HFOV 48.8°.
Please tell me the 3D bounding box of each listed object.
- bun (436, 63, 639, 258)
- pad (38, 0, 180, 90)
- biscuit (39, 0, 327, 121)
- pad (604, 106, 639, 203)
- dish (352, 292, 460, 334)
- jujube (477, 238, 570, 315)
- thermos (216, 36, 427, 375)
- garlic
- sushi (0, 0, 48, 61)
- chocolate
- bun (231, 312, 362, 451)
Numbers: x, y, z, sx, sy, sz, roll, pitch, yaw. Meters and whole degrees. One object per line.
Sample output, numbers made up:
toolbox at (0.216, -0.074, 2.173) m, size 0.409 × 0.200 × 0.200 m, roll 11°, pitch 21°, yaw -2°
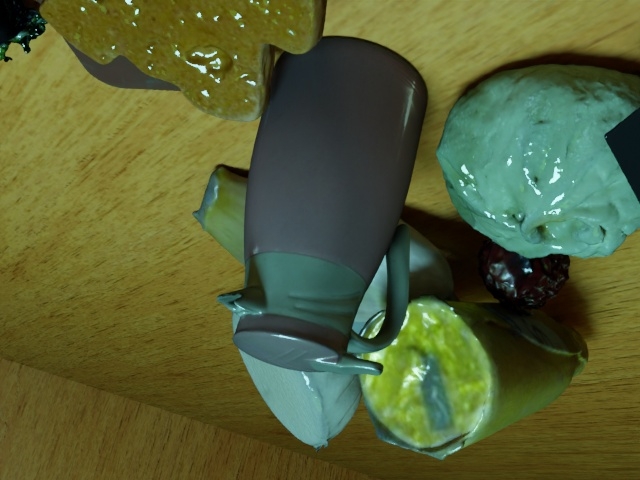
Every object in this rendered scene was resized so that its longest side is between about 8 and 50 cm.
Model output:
bun at (0.203, -0.050, 0.610) m, size 0.204 × 0.126 × 0.212 m, roll 3°, pitch 154°, yaw 23°
pad at (-0.166, -0.210, 0.588) m, size 0.181 × 0.004 × 0.267 m, roll 6°, pitch 155°, yaw 15°
biscuit at (-0.082, -0.211, 0.473) m, size 0.306 × 0.043 × 0.284 m, roll -20°, pitch 129°, yaw 38°
pad at (0.321, -0.069, 0.539) m, size 0.170 × 0.006 × 0.245 m, roll -41°, pitch 134°, yaw 12°
dish at (0.107, 0.084, 0.993) m, size 0.229 × 0.081 × 0.229 m, roll 9°, pitch 151°, yaw 5°
jujube at (0.223, 0.023, 0.776) m, size 0.104 × 0.104 × 0.166 m, roll 2°, pitch 166°, yaw 21°
thermos at (0.011, -0.017, 0.604) m, size 0.176 × 0.265 × 0.146 m, roll 25°, pitch 152°, yaw -29°
garlic at (-0.001, 0.007, 0.842) m, size 0.318 × 0.112 × 0.143 m, roll 19°, pitch 132°, yaw 2°
sushi at (-0.298, -0.195, 0.617) m, size 0.083 × 0.056 × 0.084 m, roll -4°, pitch 149°, yaw 31°
chocolate at (0.223, 0.140, 0.873) m, size 0.162 × 0.162 × 0.445 m, roll -8°, pitch 173°, yaw 36°
bun at (-0.009, 0.180, 1.140) m, size 0.263 × 0.175 × 0.263 m, roll 42°, pitch 148°, yaw 33°
